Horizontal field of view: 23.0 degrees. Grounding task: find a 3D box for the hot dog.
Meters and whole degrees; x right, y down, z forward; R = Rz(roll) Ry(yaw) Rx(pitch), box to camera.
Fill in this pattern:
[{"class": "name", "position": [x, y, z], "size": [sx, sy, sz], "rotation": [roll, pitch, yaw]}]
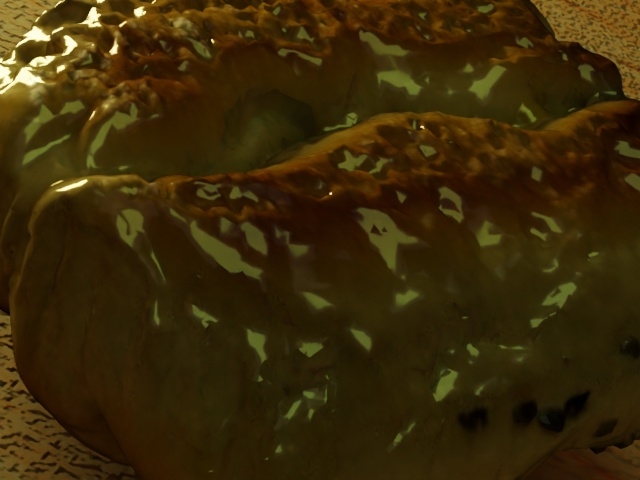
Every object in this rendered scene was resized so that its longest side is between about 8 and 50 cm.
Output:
[{"class": "hot dog", "position": [0.000, 0.000, 0.810], "size": [0.365, 0.196, 0.367], "rotation": [-9, 43, -39]}]
